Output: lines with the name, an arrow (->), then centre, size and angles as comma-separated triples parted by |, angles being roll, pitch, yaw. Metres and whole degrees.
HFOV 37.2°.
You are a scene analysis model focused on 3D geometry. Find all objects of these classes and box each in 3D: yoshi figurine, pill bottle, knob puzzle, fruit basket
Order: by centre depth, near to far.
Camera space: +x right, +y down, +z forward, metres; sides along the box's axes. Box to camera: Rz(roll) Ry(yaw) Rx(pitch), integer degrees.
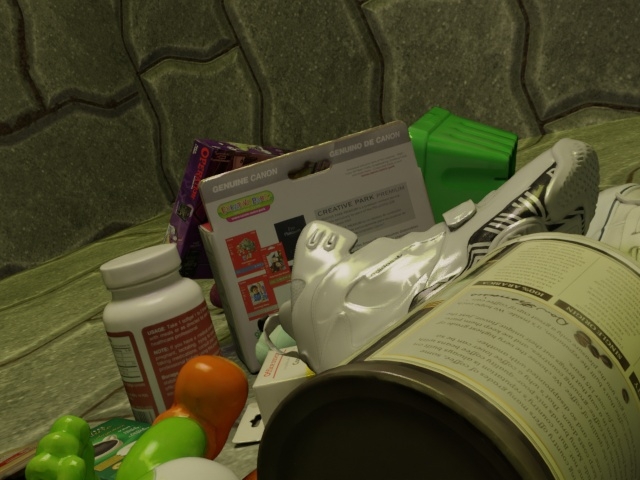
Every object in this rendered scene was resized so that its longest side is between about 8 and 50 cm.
yoshi figurine -> -0.102, 0.200, 0.634 | 0.203, 0.203, 0.362 | -4, 16, 22
knob puzzle -> -0.402, 0.281, 1.090 | 0.213, 0.030, 0.213 | -20, 1, 0
pill bottle -> -0.182, 0.119, 1.114 | 0.121, 0.216, 0.121 | -15, 10, 3
fruit basket -> 0.153, -0.081, 1.678 | 0.392, 0.283, 0.392 | 2, 14, 0

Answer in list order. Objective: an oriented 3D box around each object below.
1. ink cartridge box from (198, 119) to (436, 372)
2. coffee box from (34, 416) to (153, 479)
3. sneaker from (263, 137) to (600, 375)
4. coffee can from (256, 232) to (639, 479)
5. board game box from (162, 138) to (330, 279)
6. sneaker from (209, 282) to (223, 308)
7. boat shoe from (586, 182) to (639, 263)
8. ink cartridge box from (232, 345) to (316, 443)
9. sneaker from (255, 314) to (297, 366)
ink cartridge box -> 0.000, 0.000, 1.337 | 0.309, 0.272, 0.130 | -17, 9, -12
coffee box -> -0.216, 0.237, 1.024 | 0.113, 0.040, 0.184 | -24, 13, -41
sneaker -> 0.106, 0.015, 0.947 | 0.210, 0.137, 0.366 | 32, 76, 35
coffee can -> 0.119, 0.127, 0.643 | 0.201, 0.201, 0.275 | -8, 12, 37
board game box -> -0.090, -0.042, 1.488 | 0.056, 0.208, 0.347 | 34, 20, 33
sneaker -> -0.106, 0.077, 1.668 | 0.185, 0.069, 0.084 | -18, 8, -5
boat shoe -> 0.372, 0.020, 1.049 | 0.156, 0.136, 0.367 | -10, 14, 33
ink cartridge box -> -0.003, 0.158, 1.053 | 0.198, 0.067, 0.115 | -14, 11, 9
sneaker -> 0.027, 0.106, 1.246 | 0.151, 0.094, 0.256 | -26, -9, 42
